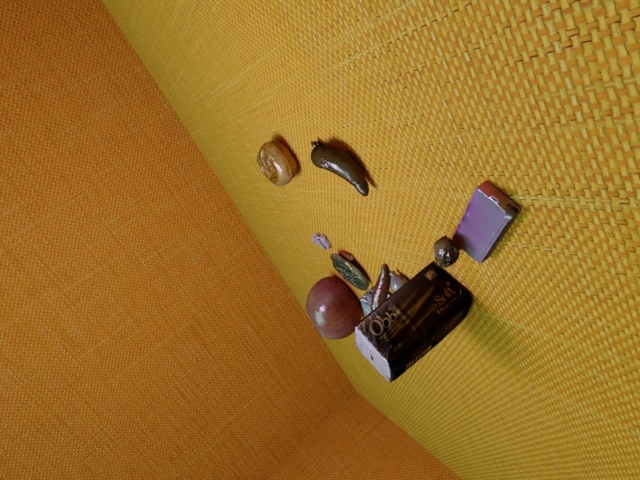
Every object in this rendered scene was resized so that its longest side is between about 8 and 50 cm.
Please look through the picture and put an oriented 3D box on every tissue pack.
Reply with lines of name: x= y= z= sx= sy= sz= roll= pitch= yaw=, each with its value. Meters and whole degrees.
tissue pack: x=0.299 y=0.276 z=1.487 sx=0.198 sy=0.370 sz=0.210 roll=46 pitch=161 yaw=26
tissue pack: x=0.310 y=0.374 z=2.067 sx=0.228 sy=0.128 sz=0.311 roll=41 pitch=161 yaw=34

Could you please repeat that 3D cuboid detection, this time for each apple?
apple: x=0.059 y=0.383 z=2.489 sx=0.345 sy=0.269 sz=0.345 roll=47 pitch=163 yaw=19

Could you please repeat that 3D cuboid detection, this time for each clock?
clock: x=0.000 y=0.000 z=2.279 sx=0.129 sy=0.041 sz=0.087 roll=24 pitch=151 yaw=48

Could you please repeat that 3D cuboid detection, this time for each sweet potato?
sweet potato: x=0.244 y=0.244 z=1.895 sx=0.072 sy=0.066 sz=0.315 roll=33 pitch=116 yaw=53
sweet potato: x=0.048 y=-0.268 z=1.539 sx=0.310 sy=0.098 sz=0.124 roll=40 pitch=180 yaw=32

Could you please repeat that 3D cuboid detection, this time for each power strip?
power strip: x=0.411 y=-0.037 z=1.140 sx=0.109 sy=0.037 sz=0.279 roll=47 pitch=162 yaw=23

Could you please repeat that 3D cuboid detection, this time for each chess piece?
chess piece: x=0.346 y=0.233 z=1.737 sx=0.272 sy=0.139 sz=0.139 roll=61 pitch=166 yaw=17

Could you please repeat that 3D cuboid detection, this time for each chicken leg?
chicken leg: x=0.353 y=0.030 z=1.292 sx=0.085 sy=0.069 sz=0.198 roll=61 pitch=-170 yaw=1

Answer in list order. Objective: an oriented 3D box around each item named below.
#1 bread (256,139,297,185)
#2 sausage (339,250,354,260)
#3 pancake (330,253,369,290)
bread: x=-0.192 y=-0.337 z=1.983 sx=0.198 sy=0.120 sz=0.236 roll=56 pitch=163 yaw=-5
sausage: x=0.118 y=0.070 z=2.127 sx=0.107 sy=0.031 sz=0.031 roll=24 pitch=147 yaw=58
pancake: x=0.139 y=0.151 z=2.173 sx=0.253 sy=0.037 sz=0.253 roll=42 pitch=166 yaw=13
